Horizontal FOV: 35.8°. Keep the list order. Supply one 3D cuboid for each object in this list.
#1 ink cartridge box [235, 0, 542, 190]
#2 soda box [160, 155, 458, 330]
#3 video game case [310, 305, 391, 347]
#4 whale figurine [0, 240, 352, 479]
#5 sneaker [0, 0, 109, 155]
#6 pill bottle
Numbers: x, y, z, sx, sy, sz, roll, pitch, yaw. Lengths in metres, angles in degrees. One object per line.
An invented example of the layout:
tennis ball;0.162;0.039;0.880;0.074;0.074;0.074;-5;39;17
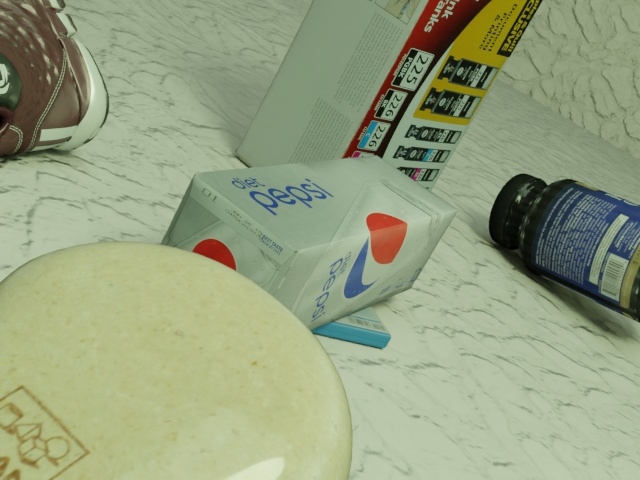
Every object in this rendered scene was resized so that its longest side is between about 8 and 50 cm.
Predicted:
ink cartridge box;0.099;-0.182;1.062;0.130;0.309;0.272;41;24;29
soda box;0.000;0.000;0.773;0.098;0.091;0.286;37;22;20
video game case;-0.021;0.027;0.837;0.119;0.015;0.166;15;24;-30
whale figurine;-0.112;0.116;0.393;0.216;0.141;0.272;37;46;21
sneaker;-0.285;-0.190;0.766;0.281;0.106;0.162;61;34;-2
pill bottle;0.310;0.001;1.148;0.219;0.122;0.123;28;16;37
